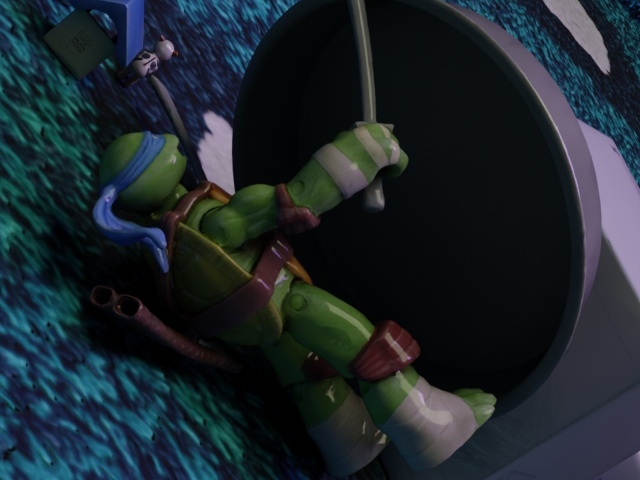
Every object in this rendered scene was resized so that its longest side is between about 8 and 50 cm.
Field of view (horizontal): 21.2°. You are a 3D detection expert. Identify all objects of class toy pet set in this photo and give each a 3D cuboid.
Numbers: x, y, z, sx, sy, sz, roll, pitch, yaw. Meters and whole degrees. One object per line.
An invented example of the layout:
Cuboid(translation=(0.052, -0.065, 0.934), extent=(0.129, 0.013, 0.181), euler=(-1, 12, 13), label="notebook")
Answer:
Cuboid(translation=(-0.146, -0.165, 1.169), extent=(0.122, 0.065, 0.114), euler=(50, 22, -12), label="toy pet set")

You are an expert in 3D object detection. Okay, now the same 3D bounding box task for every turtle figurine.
Cuboid(translation=(0.000, 0.000, 1.060), extent=(0.266, 0.198, 0.274), euler=(53, 25, -15), label="turtle figurine")

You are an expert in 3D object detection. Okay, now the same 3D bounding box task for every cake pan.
Cuboid(translation=(0.062, -0.026, 1.099), extent=(0.054, 0.293, 0.293), euler=(-23, 77, -42), label="cake pan")

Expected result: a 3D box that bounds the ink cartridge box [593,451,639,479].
Cuboid(translation=(0.288, 0.316, 1.278), extent=(0.226, 0.131, 0.306), euler=(23, 38, -52), label="ink cartridge box")

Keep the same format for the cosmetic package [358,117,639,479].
Cuboid(translation=(0.139, 0.058, 1.218), extent=(0.138, 0.225, 0.224), euler=(22, 38, -54), label="cosmetic package")
